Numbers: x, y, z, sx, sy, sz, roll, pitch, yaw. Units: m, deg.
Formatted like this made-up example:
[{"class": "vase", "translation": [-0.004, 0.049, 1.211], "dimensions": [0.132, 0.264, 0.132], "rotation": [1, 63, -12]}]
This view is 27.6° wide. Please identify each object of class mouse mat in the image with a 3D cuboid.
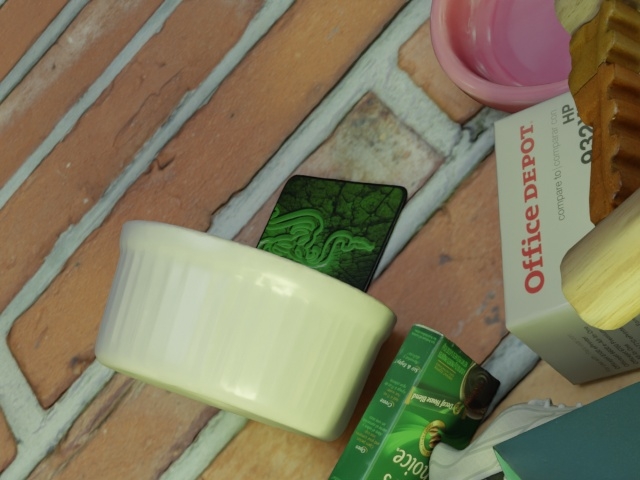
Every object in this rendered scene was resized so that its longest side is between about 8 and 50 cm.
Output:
[{"class": "mouse mat", "translation": [0.000, 0.000, 1.422], "dimensions": [0.189, 0.007, 0.153], "rotation": [8, 68, 46]}]

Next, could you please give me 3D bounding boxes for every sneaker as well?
[{"class": "sneaker", "translation": [0.202, 0.170, 1.052], "dimensions": [0.292, 0.110, 0.118], "rotation": [-28, 38, 25]}]

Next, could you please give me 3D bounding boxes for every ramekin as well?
[{"class": "ramekin", "translation": [-0.079, 0.092, 1.235], "dimensions": [0.277, 0.277, 0.135], "rotation": [9, 76, 45]}]

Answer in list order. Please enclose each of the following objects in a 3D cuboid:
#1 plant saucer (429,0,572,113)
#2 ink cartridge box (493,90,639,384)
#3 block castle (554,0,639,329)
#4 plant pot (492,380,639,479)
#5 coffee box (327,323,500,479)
[{"class": "plant saucer", "translation": [0.268, -0.259, 1.300], "dimensions": [0.332, 0.084, 0.332], "rotation": [-24, 48, 29]}, {"class": "ink cartridge box", "translation": [0.307, -0.037, 1.073], "dimensions": [0.307, 0.129, 0.223], "rotation": [-21, 50, 31]}, {"class": "block castle", "translation": [0.373, -0.051, 0.770], "dimensions": [0.213, 0.453, 0.303], "rotation": [130, 153, -52]}, {"class": "plant pot", "translation": [0.275, 0.181, 0.890], "dimensions": [0.234, 0.166, 0.166], "rotation": [-28, 16, -6]}, {"class": "coffee box", "translation": [0.080, 0.179, 1.145], "dimensions": [0.040, 0.113, 0.184], "rotation": [21, 76, 45]}]
